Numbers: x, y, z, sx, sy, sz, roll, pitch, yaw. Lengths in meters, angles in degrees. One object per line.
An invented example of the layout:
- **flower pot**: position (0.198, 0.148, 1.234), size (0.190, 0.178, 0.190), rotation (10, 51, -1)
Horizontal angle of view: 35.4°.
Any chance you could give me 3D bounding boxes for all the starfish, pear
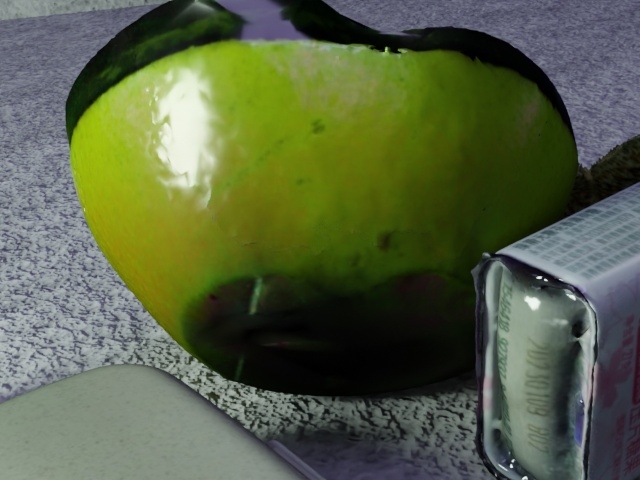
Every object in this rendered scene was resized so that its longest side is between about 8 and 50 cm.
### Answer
- **starfish**: position (0.257, -0.056, 0.920), size (0.347, 0.078, 0.358), rotation (-15, -16, 17)
- **pear**: position (0.000, 0.005, 0.757), size (0.399, 0.399, 0.165), rotation (-3, 59, 5)

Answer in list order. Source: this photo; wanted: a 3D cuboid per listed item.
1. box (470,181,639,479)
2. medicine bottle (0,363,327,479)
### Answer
- **box**: position (0.272, 0.042, 0.741), size (0.370, 0.190, 0.112), rotation (-25, 32, -32)
- **medicine bottle**: position (-0.109, 0.206, 0.554), size (0.282, 0.123, 0.375), rotation (-21, 30, -32)
